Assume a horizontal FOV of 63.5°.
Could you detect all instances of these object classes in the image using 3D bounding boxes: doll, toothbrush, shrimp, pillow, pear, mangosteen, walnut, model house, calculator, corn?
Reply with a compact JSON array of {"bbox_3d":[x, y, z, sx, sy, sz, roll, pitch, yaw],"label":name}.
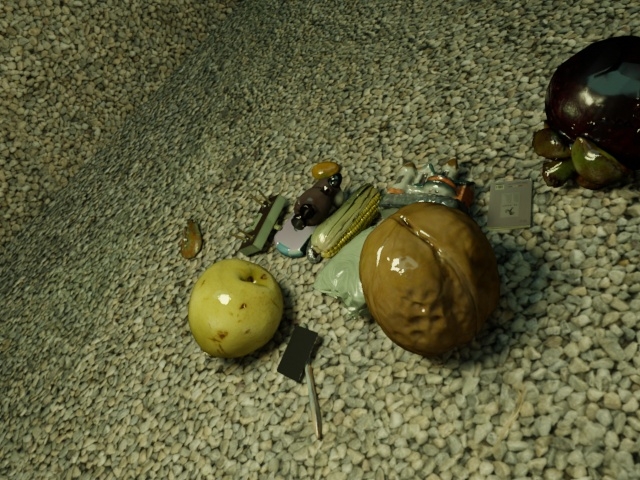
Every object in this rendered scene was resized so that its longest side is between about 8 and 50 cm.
[{"bbox_3d":[-0.006,-0.130,1.745,0.182,0.117,0.257,-47,-4,36],"label":"doll"},{"bbox_3d":[-0.031,0.402,1.525,0.037,0.028,0.375,-29,45,17],"label":"toothbrush"},{"bbox_3d":[-0.545,-0.011,2.153,0.115,0.051,0.217,-29,48,12],"label":"shrimp"},{"bbox_3d":[0.136,0.089,1.597,0.310,0.138,0.283,-41,34,-9],"label":"pillow"},{"bbox_3d":[0.000,0.000,1.790,0.065,0.056,0.165,30,80,3],"label":"shrimp"},{"bbox_3d":[-0.269,0.217,1.637,0.309,0.309,0.309,-17,49,20],"label":"pear"},{"bbox_3d":[0.768,-0.341,1.383,0.421,0.381,0.381,-40,45,-3],"label":"mangosteen"},{"bbox_3d":[0.279,0.100,1.333,0.354,0.398,0.308,-28,20,-10],"label":"walnut"},{"bbox_3d":[0.358,-0.167,1.623,0.271,0.190,0.301,8,59,38],"label":"model house"},{"bbox_3d":[-0.047,-0.062,1.885,0.173,0.051,0.293,25,71,42],"label":"calculator"},{"bbox_3d":[0.092,-0.068,1.740,0.305,0.123,0.122,-45,30,-21],"label":"corn"}]

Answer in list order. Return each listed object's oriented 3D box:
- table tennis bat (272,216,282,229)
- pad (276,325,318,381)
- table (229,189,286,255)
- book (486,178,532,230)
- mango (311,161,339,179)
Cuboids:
[{"bbox_3d":[-0.180,-0.056,1.950,0.087,0.013,0.156,-53,25,-8],"label":"table tennis bat"},{"bbox_3d":[-0.071,0.343,1.584,0.112,0.003,0.157,10,71,48],"label":"pad"},{"bbox_3d":[-0.244,-0.078,1.944,0.121,0.111,0.240,-20,40,52],"label":"table"},{"bbox_3d":[0.573,-0.110,1.568,0.127,0.014,0.182,-4,54,29],"label":"book"},{"bbox_3d":[0.020,-0.273,2.006,0.114,0.057,0.079,-10,44,21],"label":"mango"}]
